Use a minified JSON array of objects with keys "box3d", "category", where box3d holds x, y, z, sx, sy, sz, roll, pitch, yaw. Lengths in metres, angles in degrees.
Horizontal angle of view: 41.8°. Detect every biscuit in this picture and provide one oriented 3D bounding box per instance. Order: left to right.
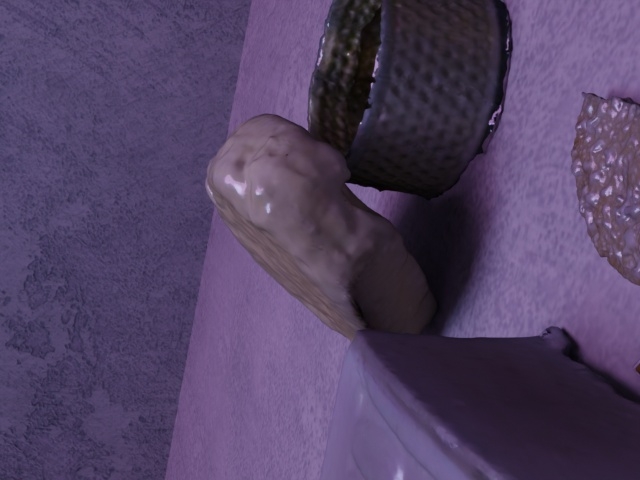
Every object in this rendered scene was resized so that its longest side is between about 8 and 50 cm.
[{"box3d":[0.254,-0.030,0.632,0.250,0.032,0.133,-129,48,-65],"category":"biscuit"}]

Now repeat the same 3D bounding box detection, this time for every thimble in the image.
[{"box3d":[0.092,-0.193,1.000,0.271,0.149,0.271,-173,90,-72],"category":"thimble"}]

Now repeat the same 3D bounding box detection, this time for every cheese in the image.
[{"box3d":[0.000,0.000,0.978,0.115,0.326,0.318,-47,-1,-12],"category":"cheese"}]

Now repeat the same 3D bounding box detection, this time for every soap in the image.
[{"box3d":[0.119,0.308,0.629,0.350,0.212,0.436,-141,59,-67],"category":"soap"}]

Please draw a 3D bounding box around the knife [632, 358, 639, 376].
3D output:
[{"box3d":[0.280,0.044,0.538,0.256,0.022,0.046,118,147,-57],"category":"knife"}]
